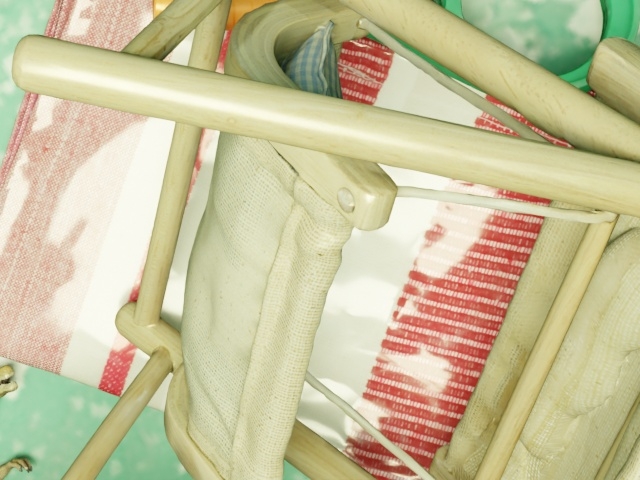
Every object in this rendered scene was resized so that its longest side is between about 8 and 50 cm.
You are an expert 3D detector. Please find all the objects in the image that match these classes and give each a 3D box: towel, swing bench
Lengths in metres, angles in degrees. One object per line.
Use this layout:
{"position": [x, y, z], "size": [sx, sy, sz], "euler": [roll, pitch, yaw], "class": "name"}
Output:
{"position": [0.000, 0.000, 0.721], "size": [0.329, 0.037, 0.237], "euler": [20, 103, -2], "class": "towel"}
{"position": [0.017, 0.036, 0.565], "size": [0.255, 0.165, 0.253], "euler": [23, 129, 8], "class": "swing bench"}

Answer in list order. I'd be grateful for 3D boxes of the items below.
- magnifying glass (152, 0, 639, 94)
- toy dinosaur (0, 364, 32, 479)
{"position": [0.038, -0.111, 0.669], "size": [0.231, 0.026, 0.092], "euler": [0, 77, -7], "class": "magnifying glass"}
{"position": [-0.221, 0.138, 0.762], "size": [0.183, 0.053, 0.092], "euler": [-35, 83, 2], "class": "toy dinosaur"}
